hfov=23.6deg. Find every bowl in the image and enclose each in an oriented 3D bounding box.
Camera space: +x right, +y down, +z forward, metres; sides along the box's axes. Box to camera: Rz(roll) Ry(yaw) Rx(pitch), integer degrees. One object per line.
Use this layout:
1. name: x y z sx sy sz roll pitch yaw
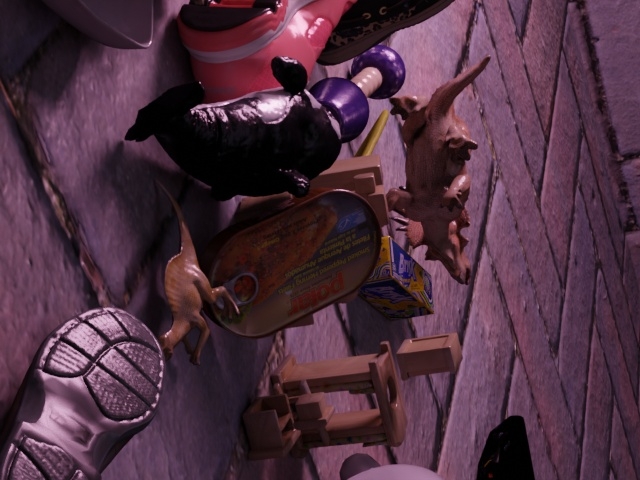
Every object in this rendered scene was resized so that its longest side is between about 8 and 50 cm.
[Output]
1. bowl: -0.187 -0.228 1.210 0.142 0.053 0.142 33 51 -65

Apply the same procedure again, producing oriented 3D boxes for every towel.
1. towel: 0.034 -0.058 1.711 0.021 0.102 0.237 31 32 -4

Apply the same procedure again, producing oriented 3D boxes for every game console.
1. game console: 0.301 0.457 2.300 0.213 0.044 0.361 -29 110 -69

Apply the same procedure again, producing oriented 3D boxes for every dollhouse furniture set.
1. dollhouse furniture set: 0.041 0.175 1.477 0.161 0.182 0.101 -49 127 -66
2. dollhouse furniture set: 0.000 0.000 1.542 0.151 0.144 0.123 -86 167 -73

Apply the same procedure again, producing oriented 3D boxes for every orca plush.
1. orca plush: -0.043 -0.087 1.378 0.151 0.102 0.287 -54 156 2

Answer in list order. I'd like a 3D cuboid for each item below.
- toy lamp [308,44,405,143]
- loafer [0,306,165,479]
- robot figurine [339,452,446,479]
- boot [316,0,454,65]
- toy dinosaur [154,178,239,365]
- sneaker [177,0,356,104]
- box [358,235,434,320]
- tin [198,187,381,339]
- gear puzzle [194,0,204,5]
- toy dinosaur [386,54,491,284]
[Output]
1. toy lamp: 0.038 -0.168 1.784 0.274 0.080 0.080 -45 124 -66
2. loafer: -0.185 0.136 1.049 0.096 0.084 0.267 43 26 -10
3. robot figurine: 0.097 0.341 1.391 0.353 0.300 0.199 44 -14 50
4. boot: 0.058 -0.316 1.701 0.178 0.236 0.085 53 7 -46
5. toy dinosaur: -0.111 0.039 1.305 0.092 0.053 0.183 52 35 -52
6. sneaker: -0.049 -0.199 1.535 0.314 0.116 0.136 -43 135 -56
7. box: 0.085 0.048 1.845 0.169 0.059 0.054 39 43 -63
8. tin: -0.029 0.020 1.411 0.190 0.040 0.106 -25 108 -27
9. gear puzzle: -0.127 -0.289 1.260 0.339 0.044 0.175 -101 -170 -85
10. toy dinosaur: 0.144 -0.093 1.898 0.200 0.127 0.295 -21 124 -72
